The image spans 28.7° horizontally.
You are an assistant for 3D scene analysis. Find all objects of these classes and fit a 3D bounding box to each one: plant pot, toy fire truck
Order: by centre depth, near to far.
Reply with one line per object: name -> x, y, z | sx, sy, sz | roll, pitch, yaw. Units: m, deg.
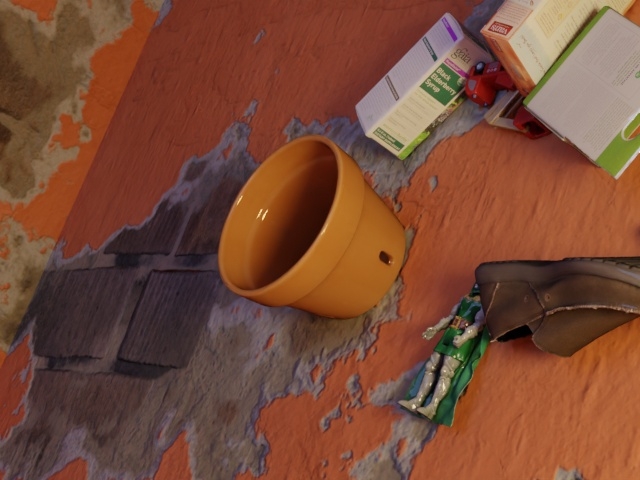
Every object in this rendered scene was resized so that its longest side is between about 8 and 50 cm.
toy fire truck -> 0.298, -0.225, 1.984 | 0.192, 0.047, 0.135 | -2, 62, 52
plant pot -> 0.000, 0.000, 2.051 | 0.291, 0.203, 0.290 | -32, 42, 33

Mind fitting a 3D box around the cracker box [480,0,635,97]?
cracker box -> 0.358, -0.338, 1.856 | 0.232, 0.155, 0.067 | -50, 44, -8

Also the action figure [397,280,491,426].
action figure -> 0.195, 0.149, 1.811 | 0.137, 0.063, 0.232 | 11, 69, 59

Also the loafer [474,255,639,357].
loafer -> 0.342, 0.087, 1.626 | 0.366, 0.134, 0.130 | -5, 85, 63

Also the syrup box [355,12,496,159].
syrup box -> 0.178, -0.262, 2.129 | 0.237, 0.093, 0.096 | -44, 35, 21

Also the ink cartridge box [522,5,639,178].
ink cartridge box -> 0.427, -0.190, 1.746 | 0.189, 0.097, 0.255 | -50, 35, 11
